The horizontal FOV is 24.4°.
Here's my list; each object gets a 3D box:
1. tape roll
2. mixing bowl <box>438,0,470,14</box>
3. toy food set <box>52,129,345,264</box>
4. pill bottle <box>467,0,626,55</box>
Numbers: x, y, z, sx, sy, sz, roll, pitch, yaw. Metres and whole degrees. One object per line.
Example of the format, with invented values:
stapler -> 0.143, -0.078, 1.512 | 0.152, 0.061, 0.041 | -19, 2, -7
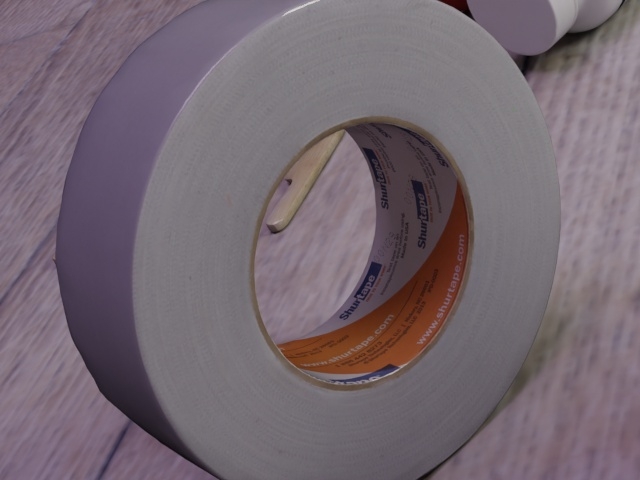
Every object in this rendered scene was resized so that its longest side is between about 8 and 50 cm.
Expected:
tape roll -> 0.000, 0.000, 0.639 | 0.219, 0.219, 0.072 | -39, 30, -21
mixing bowl -> 0.071, -0.215, 1.068 | 0.181, 0.098, 0.181 | -19, 29, 11
toy food set -> -0.090, -0.042, 0.976 | 0.192, 0.038, 0.132 | -10, 32, 29
pill bottle -> 0.169, -0.193, 0.953 | 0.094, 0.094, 0.169 | 9, 44, 47
